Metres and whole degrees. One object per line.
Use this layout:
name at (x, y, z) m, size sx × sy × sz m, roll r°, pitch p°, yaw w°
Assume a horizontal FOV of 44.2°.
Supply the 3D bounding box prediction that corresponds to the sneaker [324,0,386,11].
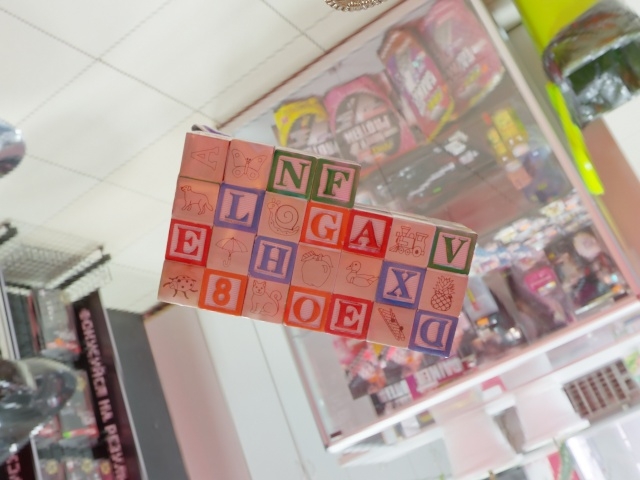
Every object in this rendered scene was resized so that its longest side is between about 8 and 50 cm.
sneaker at (0.120, -0.362, 0.826) m, size 0.282 × 0.153 × 0.099 m, roll -17°, pitch 152°, yaw 25°

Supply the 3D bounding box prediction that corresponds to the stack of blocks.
stack of blocks at (0.000, 0.000, 0.803) m, size 0.297 × 0.171 × 0.087 m, roll 12°, pitch -172°, yaw -1°

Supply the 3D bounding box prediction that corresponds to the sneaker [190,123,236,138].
sneaker at (-0.098, -0.100, 1.016) m, size 0.071 × 0.170 × 0.068 m, roll -40°, pitch 155°, yaw -46°
